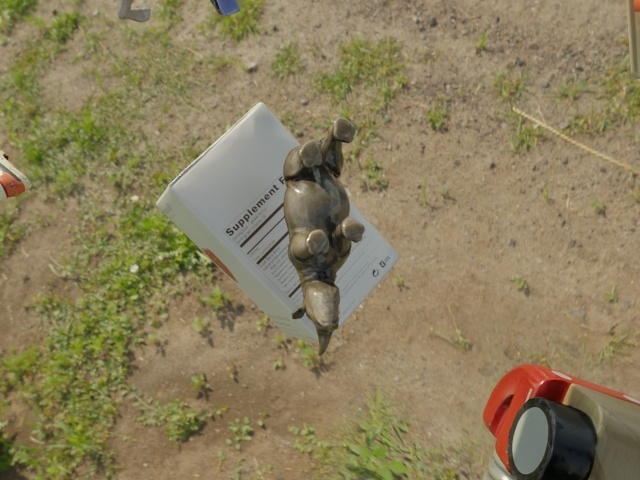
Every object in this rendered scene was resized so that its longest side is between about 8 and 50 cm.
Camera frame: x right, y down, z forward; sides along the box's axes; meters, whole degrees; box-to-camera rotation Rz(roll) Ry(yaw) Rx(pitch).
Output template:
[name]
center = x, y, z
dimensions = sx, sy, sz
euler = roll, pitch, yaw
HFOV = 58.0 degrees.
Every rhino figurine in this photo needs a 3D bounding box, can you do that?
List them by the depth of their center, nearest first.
[rhino figurine]
center = 0.000, 0.000, 0.620
dimensions = 0.073, 0.106, 0.243
euler = 0, 82, -17

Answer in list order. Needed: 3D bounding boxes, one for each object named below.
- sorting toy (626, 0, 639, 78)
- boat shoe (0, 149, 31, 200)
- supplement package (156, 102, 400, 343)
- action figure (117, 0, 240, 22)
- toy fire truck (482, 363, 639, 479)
[sorting toy]
center = 0.501, -0.303, 0.823
dimensions = 0.047, 0.348, 0.196
euler = -20, 25, -4
[boat shoe]
center = -0.462, -0.108, 0.821
dimensions = 0.043, 0.049, 0.137
euler = -32, 61, -32
[supplement package]
center = -0.067, -0.016, 0.840
dimensions = 0.293, 0.177, 0.175
euler = 47, 72, -11
[action figure]
center = -0.276, -0.440, 0.835
dimensions = 0.178, 0.330, 0.341
euler = -32, 94, -32
[toy fire truck]
center = 0.176, 0.206, 0.472
dimensions = 0.158, 0.246, 0.217
euler = 19, 95, -5
